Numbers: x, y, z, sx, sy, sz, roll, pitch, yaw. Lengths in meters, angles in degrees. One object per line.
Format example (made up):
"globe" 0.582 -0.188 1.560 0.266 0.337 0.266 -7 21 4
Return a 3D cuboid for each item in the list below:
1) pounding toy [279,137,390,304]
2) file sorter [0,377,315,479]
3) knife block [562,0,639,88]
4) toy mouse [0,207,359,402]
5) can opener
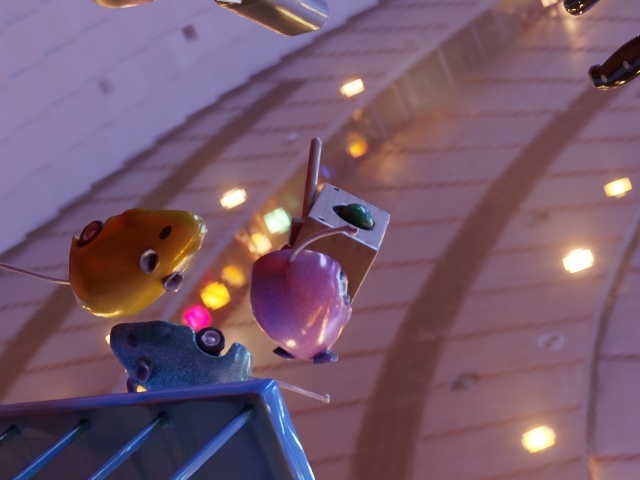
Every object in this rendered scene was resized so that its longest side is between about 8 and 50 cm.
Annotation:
"pounding toy" 0.000 0.000 1.262 0.141 0.100 0.130 -63 -179 21
"file sorter" -0.088 0.132 0.487 0.170 0.118 0.104 -10 -161 34
"knife block" 0.230 -0.166 0.783 0.242 0.088 0.276 -34 177 25
"toy mouse" -0.037 0.041 0.553 0.161 0.143 0.031 -17 -136 28
"can opener" -0.068 -0.186 0.903 0.093 0.074 0.280 -12 178 20
